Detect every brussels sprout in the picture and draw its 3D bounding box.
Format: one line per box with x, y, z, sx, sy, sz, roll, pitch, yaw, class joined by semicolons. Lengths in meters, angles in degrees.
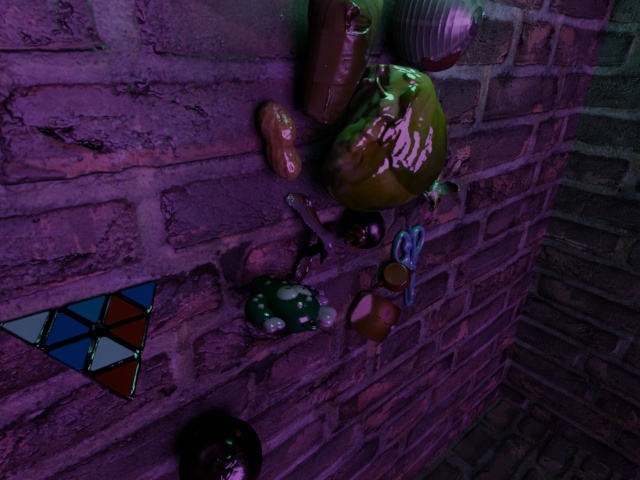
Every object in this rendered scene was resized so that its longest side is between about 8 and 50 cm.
0.166;-0.250;1.044;0.315;0.276;0.371;7;111;-29;brussels sprout

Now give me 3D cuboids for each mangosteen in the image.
-0.276;0.610;1.119;0.228;0.228;0.265;-40;174;-22;mangosteen
0.122;-0.030;1.208;0.151;0.137;0.137;-36;132;-37;mangosteen

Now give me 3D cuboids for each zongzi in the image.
0.068;-0.441;0.974;0.300;0.145;0.273;-42;151;-51;zongzi

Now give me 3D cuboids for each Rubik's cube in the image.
-0.379;0.214;0.781;0.250;0.234;0.284;-41;133;-22;Rubik's cube

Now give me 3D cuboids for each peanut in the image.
-0.091;-0.228;0.938;0.089;0.089;0.192;-35;131;-27;peanut

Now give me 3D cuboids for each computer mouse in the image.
0.215;0.294;1.509;0.158;0.072;0.310;-56;138;-3;computer mouse

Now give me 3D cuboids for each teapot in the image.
0.271;0.140;1.468;0.173;0.116;0.116;-24;131;0;teapot

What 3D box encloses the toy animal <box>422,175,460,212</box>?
0.406;-0.188;1.437;0.095;0.219;0.155;-28;92;-10;toy animal

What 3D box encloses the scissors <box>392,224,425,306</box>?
0.346;0.111;1.568;0.180;0.032;0.392;-29;128;-30;scissors

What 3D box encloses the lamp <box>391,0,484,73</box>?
0.303;-0.571;1.039;0.233;0.233;0.265;27;95;-47;lamp

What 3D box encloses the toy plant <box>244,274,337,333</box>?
-0.080;0.166;1.031;0.233;0.243;0.112;4;109;-17;toy plant

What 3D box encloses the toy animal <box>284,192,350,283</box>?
0.014;0.005;1.130;0.197;0.160;0.272;-20;130;-38;toy animal

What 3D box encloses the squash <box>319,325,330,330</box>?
-0.009;0.233;1.281;0.052;0.052;0.183;-46;132;-17;squash
